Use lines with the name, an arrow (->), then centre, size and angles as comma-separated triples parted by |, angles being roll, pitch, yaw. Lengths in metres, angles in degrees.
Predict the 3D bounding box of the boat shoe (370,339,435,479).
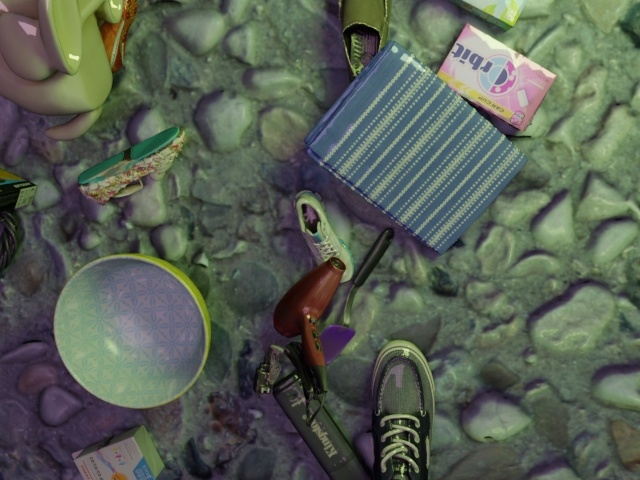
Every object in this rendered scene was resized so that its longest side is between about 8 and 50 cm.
boat shoe -> 0.156, 0.368, 1.286 | 0.127, 0.158, 0.340 | -4, 100, 7

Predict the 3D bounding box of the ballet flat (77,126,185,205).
ballet flat -> -0.344, -0.137, 1.305 | 0.241, 0.091, 0.077 | -22, 127, 14

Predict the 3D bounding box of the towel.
towel -> 0.167, -0.154, 1.214 | 0.336, 0.040, 0.243 | 37, 104, -17

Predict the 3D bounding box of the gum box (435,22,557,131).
gum box -> 0.303, -0.278, 1.198 | 0.188, 0.062, 0.107 | 30, 103, 1

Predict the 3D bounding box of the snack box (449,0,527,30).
snack box -> 0.272, -0.481, 1.162 | 0.207, 0.070, 0.174 | 27, 101, 0

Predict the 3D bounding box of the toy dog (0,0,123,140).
toy dog -> -0.560, -0.373, 1.154 | 0.408, 0.284, 0.395 | 10, 142, 2

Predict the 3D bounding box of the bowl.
bowl -> -0.332, 0.153, 1.307 | 0.289, 0.156, 0.289 | 1, 100, 6

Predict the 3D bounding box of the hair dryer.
hair dryer -> -0.013, 0.170, 1.253 | 0.080, 0.223, 0.293 | 17, 86, -38

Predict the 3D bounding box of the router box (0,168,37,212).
router box -> -0.636, -0.099, 1.286 | 0.133, 0.179, 0.046 | 24, 104, 2

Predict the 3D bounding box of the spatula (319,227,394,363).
spatula -> 0.063, 0.107, 1.306 | 0.030, 0.084, 0.296 | 33, 100, 46

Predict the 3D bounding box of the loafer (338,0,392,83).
loafer -> 0.080, -0.381, 1.194 | 0.094, 0.087, 0.251 | -6, 100, 8

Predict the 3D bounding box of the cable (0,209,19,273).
cable -> -0.671, -0.009, 1.380 | 0.150, 0.047, 0.184 | -16, 96, 4

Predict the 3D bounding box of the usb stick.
usb stick -> 0.005, 0.387, 1.366 | 0.077, 0.045, 0.278 | -32, 95, 12

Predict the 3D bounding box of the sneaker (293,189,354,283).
sneaker -> 0.000, 0.000, 1.277 | 0.071, 0.083, 0.190 | -29, 97, 9

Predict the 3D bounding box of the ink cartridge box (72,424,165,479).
ink cartridge box -> -0.429, 0.465, 1.424 | 0.181, 0.061, 0.104 | -24, 97, 11

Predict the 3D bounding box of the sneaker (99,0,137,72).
sneaker -> -0.380, -0.395, 1.259 | 0.067, 0.064, 0.175 | 22, 102, -1
